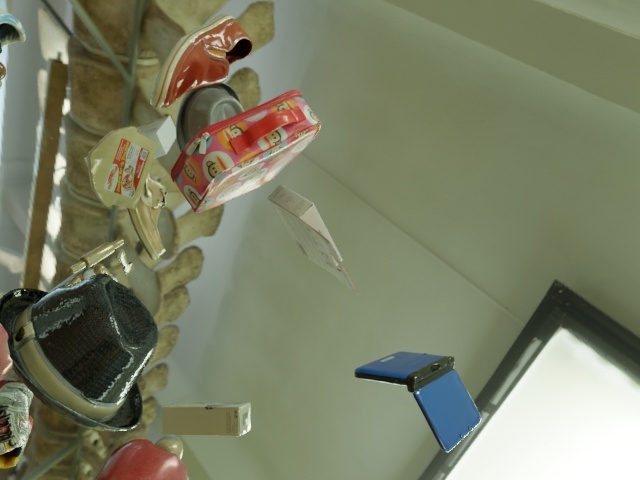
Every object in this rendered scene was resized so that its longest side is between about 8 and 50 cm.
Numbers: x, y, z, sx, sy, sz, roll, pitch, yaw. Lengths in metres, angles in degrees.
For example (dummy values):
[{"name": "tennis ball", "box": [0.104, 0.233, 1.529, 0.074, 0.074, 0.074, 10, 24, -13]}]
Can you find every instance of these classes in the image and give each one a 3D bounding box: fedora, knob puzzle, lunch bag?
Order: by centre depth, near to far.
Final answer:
[{"name": "fedora", "box": [-0.383, 0.161, 0.948, 0.152, 0.334, 0.334, -44, -118, 0]}, {"name": "lunch bag", "box": [-0.144, -0.185, 1.113, 0.120, 0.293, 0.258, 56, -32, 0]}, {"name": "knob puzzle", "box": [-0.463, -0.171, 1.247, 0.030, 0.213, 0.213, 18, -69, 19]}, {"name": "fedora", "box": [-0.297, -0.327, 1.620, 0.124, 0.244, 0.275, 28, -50, 38]}]

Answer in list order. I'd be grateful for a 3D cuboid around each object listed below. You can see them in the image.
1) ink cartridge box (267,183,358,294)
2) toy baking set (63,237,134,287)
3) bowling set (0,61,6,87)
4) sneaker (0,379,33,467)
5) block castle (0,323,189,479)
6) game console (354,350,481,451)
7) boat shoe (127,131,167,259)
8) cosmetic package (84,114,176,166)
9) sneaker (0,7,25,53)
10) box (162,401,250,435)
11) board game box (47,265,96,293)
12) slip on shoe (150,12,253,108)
[{"name": "ink cartridge box", "box": [0.000, 0.000, 1.557, 0.261, 0.066, 0.296, 34, -16, 35]}, {"name": "toy baking set", "box": [-0.525, 0.083, 1.290, 0.030, 0.256, 0.196, 33, -53, 6]}, {"name": "bowling set", "box": [-0.872, -0.376, 1.340, 0.154, 0.200, 0.287, -37, -92, 15]}, {"name": "sneaker", "box": [-0.554, 0.322, 0.967, 0.092, 0.088, 0.225, -106, -158, -44]}, {"name": "block castle", "box": [-0.351, 0.309, 0.546, 0.303, 0.213, 0.453, 35, -66, 4]}, {"name": "game console", "box": [0.259, 0.406, 1.439, 0.250, 0.293, 0.173, 0, -91, 32]}, {"name": "boat shoe", "box": [-0.451, -0.120, 1.415, 0.122, 0.110, 0.341, 149, -78, -72]}, {"name": "cosmetic package", "box": [-0.727, -0.372, 2.153, 0.377, 0.285, 0.097, -109, -179, -67]}, {"name": "sneaker", "box": [-0.698, -0.394, 1.088, 0.086, 0.237, 0.085, 36, -40, 5]}, {"name": "box", "box": [-0.377, 0.591, 1.822, 0.275, 0.113, 0.094, -3, -98, 12]}, {"name": "board game box", "box": [-0.738, 0.206, 1.634, 0.042, 0.243, 0.165, 9, -46, 51]}, {"name": "slip on shoe", "box": [-0.246, -0.376, 1.167, 0.101, 0.331, 0.123, 36, -42, -5]}]
